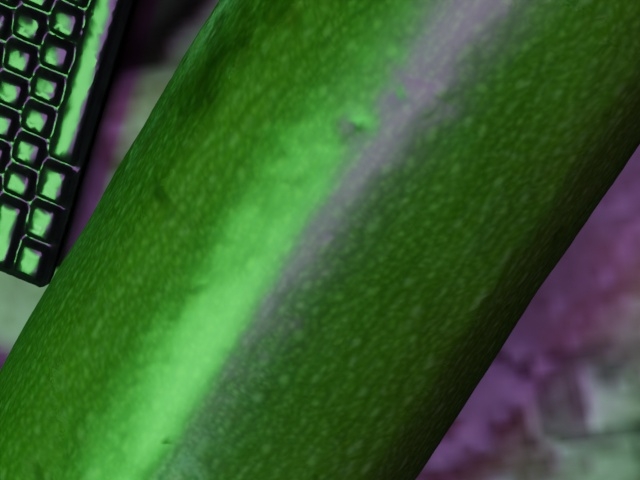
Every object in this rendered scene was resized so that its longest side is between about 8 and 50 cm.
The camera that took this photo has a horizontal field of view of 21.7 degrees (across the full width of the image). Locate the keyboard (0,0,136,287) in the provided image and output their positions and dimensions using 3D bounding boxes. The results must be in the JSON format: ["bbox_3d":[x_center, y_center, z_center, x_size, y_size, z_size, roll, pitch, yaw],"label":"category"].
[{"bbox_3d":[-0.067,-0.089,0.411,0.061,0.013,0.204,22,110,6],"label":"keyboard"}]

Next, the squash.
[{"bbox_3d":[0.000,0.000,0.378,0.101,0.101,0.379,36,112,1],"label":"squash"}]
